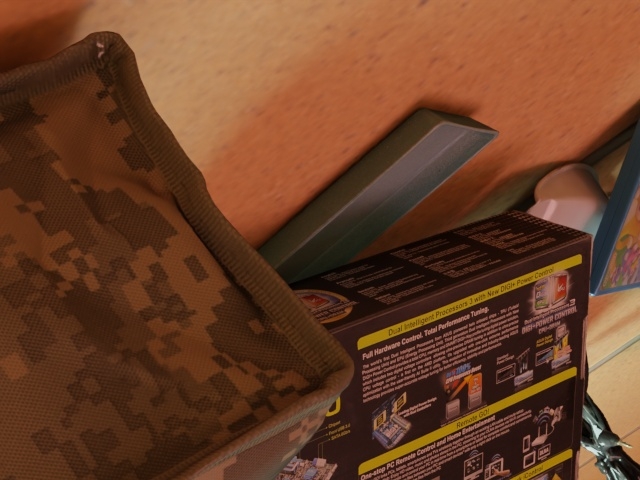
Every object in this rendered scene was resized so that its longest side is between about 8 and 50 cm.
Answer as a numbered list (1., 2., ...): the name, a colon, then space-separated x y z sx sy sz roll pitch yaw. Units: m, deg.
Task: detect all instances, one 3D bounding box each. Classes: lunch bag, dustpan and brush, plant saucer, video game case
1. lunch bag: -0.172 0.093 0.495 0.287 0.169 0.235 -27 162 -34
2. dustpan and brush: 0.153 0.002 1.010 0.211 0.060 0.147 -8 138 -40
3. plant saucer: 0.000 0.000 0.788 0.192 0.018 0.067 -40 161 23
4. video game case: 0.216 -0.028 0.993 0.166 0.015 0.119 -5 117 -57

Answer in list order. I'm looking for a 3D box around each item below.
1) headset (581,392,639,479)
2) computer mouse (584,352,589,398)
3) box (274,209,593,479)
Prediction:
1. headset: 0.390 0.103 1.544 0.394 0.185 0.243 -43 -175 -27
2. computer mouse: 0.151 0.165 1.387 0.188 0.072 0.272 -19 158 -34
3. box: 0.028 0.120 0.823 0.270 0.060 0.216 -19 116 -40
